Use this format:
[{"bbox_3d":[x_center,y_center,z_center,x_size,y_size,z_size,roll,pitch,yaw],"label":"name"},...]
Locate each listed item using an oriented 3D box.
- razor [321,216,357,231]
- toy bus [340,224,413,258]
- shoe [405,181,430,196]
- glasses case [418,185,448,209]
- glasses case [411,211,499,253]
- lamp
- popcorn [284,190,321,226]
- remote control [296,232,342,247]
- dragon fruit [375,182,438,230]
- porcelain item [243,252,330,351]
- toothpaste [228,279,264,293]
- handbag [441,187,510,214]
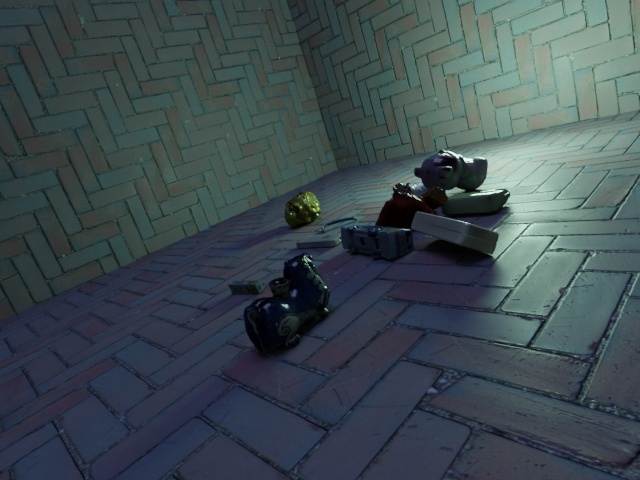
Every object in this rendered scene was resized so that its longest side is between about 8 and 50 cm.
[{"bbox_3d":[0.096,-0.091,2.111,0.191,0.037,0.068,-18,14,0],"label":"razor"},{"bbox_3d":[0.204,-0.007,1.565,0.135,0.109,0.329,-15,12,-25],"label":"toy bus"},{"bbox_3d":[0.510,-0.255,2.101,0.137,0.095,0.245,-8,12,43],"label":"shoe"},{"bbox_3d":[0.447,-0.161,1.720,0.049,0.075,0.218,-57,4,-15],"label":"glasses case"},{"bbox_3d":[0.424,-0.030,1.335,0.131,0.070,0.313,15,6,-19],"label":"glasses case"},{"bbox_3d":[0.611,-0.296,1.935,0.300,0.248,0.247,0,12,-23],"label":"lamp"},{"bbox_3d":[-0.115,-0.188,2.405,0.233,0.193,0.266,-18,-3,24],"label":"popcorn"},{"bbox_3d":[0.000,0.000,1.906,0.250,0.034,0.103,-5,20,43],"label":"remote control"},{"bbox_3d":[0.353,-0.141,1.686,0.261,0.212,0.134,-5,28,26],"label":"dragon fruit"},{"bbox_3d":[-0.090,0.167,1.133,0.137,0.186,0.288,1,25,47],"label":"porcelain item"},{"bbox_3d":[-0.286,0.180,1.582,0.164,0.046,0.034,-5,23,39],"label":"toothpaste"},{"bbox_3d":[0.640,-0.165,1.675,0.219,0.079,0.256,-22,14,-38],"label":"handbag"}]
